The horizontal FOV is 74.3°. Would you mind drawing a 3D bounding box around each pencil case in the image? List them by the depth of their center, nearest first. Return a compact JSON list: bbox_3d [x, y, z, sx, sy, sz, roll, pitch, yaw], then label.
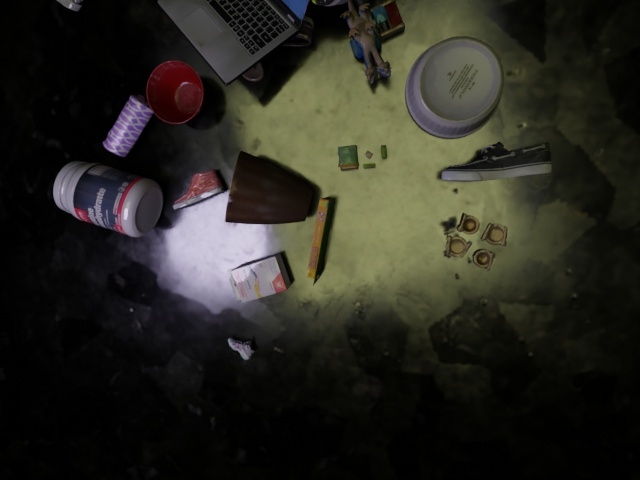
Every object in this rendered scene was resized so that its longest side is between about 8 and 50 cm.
[{"bbox_3d":[-0.614,-0.370,1.353,0.206,0.086,0.088,-52,54,10],"label":"pencil case"}]

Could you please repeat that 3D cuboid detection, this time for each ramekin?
[{"bbox_3d":[0.371,-0.425,1.161,0.272,0.127,0.273,1,98,9],"label":"ramekin"}]

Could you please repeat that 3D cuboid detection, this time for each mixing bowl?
[{"bbox_3d":[-0.427,-0.446,1.302,0.181,0.098,0.182,1,98,9],"label":"mixing bowl"}]

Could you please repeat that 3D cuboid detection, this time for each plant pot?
[{"bbox_3d":[-0.147,-0.135,1.265,0.230,0.215,0.216,12,100,-9],"label":"plant pot"}]

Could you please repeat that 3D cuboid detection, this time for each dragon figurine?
[{"bbox_3d":[0.122,-0.578,1.196,0.085,0.144,0.290,-21,63,11],"label":"dragon figurine"}]

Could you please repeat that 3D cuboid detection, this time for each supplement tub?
[{"bbox_3d":[-0.664,-0.134,1.338,0.272,0.191,0.191,17,101,6],"label":"supplement tub"}]

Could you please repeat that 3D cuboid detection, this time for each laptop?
[{"bbox_3d":[-0.225,-0.711,1.105,0.407,0.236,0.382,-38,74,-3],"label":"laptop"}]

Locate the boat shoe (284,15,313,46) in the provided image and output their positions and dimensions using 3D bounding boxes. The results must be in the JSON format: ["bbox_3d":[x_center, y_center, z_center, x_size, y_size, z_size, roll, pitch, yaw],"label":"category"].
[{"bbox_3d":[-0.134,-0.604,1.234,0.227,0.081,0.069,0,80,7],"label":"boat shoe"}]

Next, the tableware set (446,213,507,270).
[{"bbox_3d":[0.467,0.003,1.263,0.168,0.020,0.141,21,101,5],"label":"tableware set"}]

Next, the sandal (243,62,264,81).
[{"bbox_3d":[-0.235,-0.564,1.278,0.072,0.049,0.180,-27,93,12],"label":"sandal"}]

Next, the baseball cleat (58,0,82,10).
[{"bbox_3d":[-0.748,-0.783,1.329,0.205,0.072,0.110,7,113,13],"label":"baseball cleat"}]

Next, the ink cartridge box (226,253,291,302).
[{"bbox_3d":[-0.210,0.127,1.366,0.198,0.067,0.116,-18,95,12],"label":"ink cartridge box"}]

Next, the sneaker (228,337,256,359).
[{"bbox_3d":[-0.258,0.348,1.424,0.098,0.038,0.069,44,101,-9],"label":"sneaker"}]

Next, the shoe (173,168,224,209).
[{"bbox_3d":[-0.402,-0.164,1.360,0.177,0.063,0.081,-22,93,6],"label":"shoe"}]

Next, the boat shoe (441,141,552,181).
[{"bbox_3d":[0.489,-0.223,1.183,0.300,0.108,0.102,-6,97,7],"label":"boat shoe"}]

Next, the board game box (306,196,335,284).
[{"bbox_3d":[0.000,0.000,1.284,0.039,0.124,0.260,9,99,9],"label":"board game box"}]

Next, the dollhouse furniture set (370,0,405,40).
[{"bbox_3d":[0.191,-0.681,1.151,0.128,0.129,0.184,-21,93,11],"label":"dollhouse furniture set"}]

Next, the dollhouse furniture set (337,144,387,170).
[{"bbox_3d":[0.122,-0.251,1.261,0.151,0.058,0.076,-4,97,10],"label":"dollhouse furniture set"}]

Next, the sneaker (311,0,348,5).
[{"bbox_3d":[-0.023,-0.794,1.139,0.145,0.147,0.385,-28,84,46],"label":"sneaker"}]
